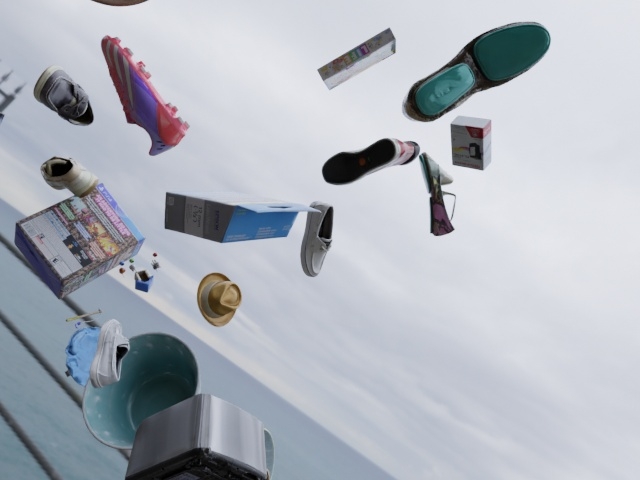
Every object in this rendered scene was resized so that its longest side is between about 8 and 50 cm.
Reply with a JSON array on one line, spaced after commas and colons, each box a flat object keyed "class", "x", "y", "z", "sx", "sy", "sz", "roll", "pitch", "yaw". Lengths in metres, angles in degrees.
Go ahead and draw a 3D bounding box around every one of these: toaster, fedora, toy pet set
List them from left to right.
[{"class": "toy pet set", "x": -0.563, "y": 0.110, "z": 1.732, "sx": 0.065, "sy": 0.122, "sz": 0.114, "roll": 52, "pitch": -39, "yaw": 27}, {"class": "toaster", "x": -0.188, "y": 0.342, "z": 0.882, "sx": 0.168, "sy": 0.186, "sz": 0.110, "roll": 43, "pitch": 27, "yaw": -39}, {"class": "fedora", "x": -0.315, "y": 0.187, "z": 1.793, "sx": 0.079, "sy": 0.194, "sz": 0.194, "roll": -14, "pitch": -44, "yaw": 31}]

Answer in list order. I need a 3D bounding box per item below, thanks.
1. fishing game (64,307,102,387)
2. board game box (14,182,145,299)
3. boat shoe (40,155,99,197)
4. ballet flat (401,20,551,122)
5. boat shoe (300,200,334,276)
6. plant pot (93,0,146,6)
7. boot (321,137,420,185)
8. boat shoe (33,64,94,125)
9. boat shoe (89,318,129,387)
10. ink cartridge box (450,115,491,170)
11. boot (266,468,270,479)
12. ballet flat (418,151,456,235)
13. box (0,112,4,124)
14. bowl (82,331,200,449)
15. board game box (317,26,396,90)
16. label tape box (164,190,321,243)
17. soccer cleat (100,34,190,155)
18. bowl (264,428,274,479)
[{"class": "fishing game", "x": -0.681, "y": 0.346, "z": 1.626, "sx": 0.041, "sy": 0.264, "sz": 0.189, "roll": -14, "pitch": 4, "yaw": 24}, {"class": "board game box", "x": -0.746, "y": -0.002, "z": 1.713, "sx": 0.232, "sy": 0.291, "sz": 0.141, "roll": 52, "pitch": -39, "yaw": 3}, {"class": "boat shoe", "x": -0.777, "y": -0.211, "z": 1.652, "sx": 0.302, "sy": 0.109, "sz": 0.098, "roll": 22, "pitch": -21, "yaw": 42}, {"class": "ballet flat", "x": 0.446, "y": -0.505, "z": 1.655, "sx": 0.164, "sy": 0.483, "sz": 0.182, "roll": 60, "pitch": -4, "yaw": -12}, {"class": "boat shoe", "x": 0.000, "y": 0.000, "z": 1.895, "sx": 0.088, "sy": 0.267, "sz": 0.096, "roll": 13, "pitch": 5, "yaw": 43}, {"class": "plant pot", "x": -0.426, "y": -0.598, "z": 1.061, "sx": 0.263, "sy": 0.263, "sz": 0.229, "roll": 48, "pitch": -6, "yaw": -39}, {"class": "boot", "x": 0.138, "y": -0.208, "z": 1.473, "sx": 0.244, "sy": 0.088, "sz": 0.176, "roll": -15, "pitch": -1, "yaw": 35}, {"class": "boat shoe", "x": -0.629, "y": -0.353, "z": 1.378, "sx": 0.092, "sy": 0.102, "sz": 0.285, "roll": 33, "pitch": -9, "yaw": -9}, {"class": "boat shoe", "x": -0.441, "y": 0.235, "z": 1.174, "sx": 0.184, "sy": 0.063, "sz": 0.066, "roll": -104, "pitch": -173, "yaw": -62}, {"class": "ink cartridge box", "x": 0.541, "y": -0.348, "z": 1.973, "sx": 0.127, "sy": 0.072, "sz": 0.175, "roll": 17, "pitch": -43, "yaw": 35}, {"class": "boot", "x": -0.184, "y": 0.509, "z": 1.202, "sx": 0.203, "sy": 0.262, "sz": 0.095, "roll": -23, "pitch": -73, "yaw": 31}, {"class": "ballet flat", "x": 0.305, "y": -0.121, "z": 1.407, "sx": 0.079, "sy": 0.221, "sz": 0.077, "roll": -8, "pitch": -9, "yaw": 6}, {"class": "box", "x": -0.737, "y": -0.242, "z": 1.095, "sx": 0.036, "sy": 0.114, "sz": 0.207, "roll": 19, "pitch": -4, "yaw": 11}, {"class": "bowl", "x": -0.444, "y": 0.418, "z": 1.461, "sx": 0.312, "sy": 0.311, "sz": 0.163, "roll": 27, "pitch": -27, "yaw": 28}, {"class": "board game box", "x": 0.072, "y": -0.349, "z": 1.066, "sx": 0.026, "sy": 0.154, "sz": 0.103, "roll": 62, "pitch": 10, "yaw": -1}, {"class": "label tape box", "x": -0.211, "y": -0.059, "z": 1.471, "sx": 0.348, "sy": 0.115, "sz": 0.249, "roll": 15, "pitch": 13, "yaw": 37}, {"class": "soccer cleat", "x": -0.345, "y": -0.272, "z": 1.020, "sx": 0.248, "sy": 0.095, "sz": 0.083, "roll": 52, "pitch": 0, "yaw": 3}, {"class": "bowl", "x": -0.286, "y": 0.770, "z": 1.853, "sx": 0.156, "sy": 0.289, "sz": 0.289, "roll": 2, "pitch": -29, "yaw": 22}]
